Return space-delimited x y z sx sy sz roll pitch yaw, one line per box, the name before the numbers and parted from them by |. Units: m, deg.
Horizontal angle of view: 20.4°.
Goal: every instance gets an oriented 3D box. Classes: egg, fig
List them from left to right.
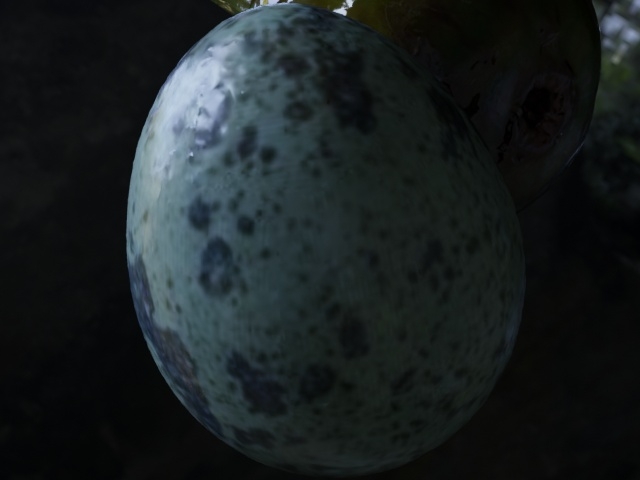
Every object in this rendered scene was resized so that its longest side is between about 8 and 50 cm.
fig | -0.004 -0.095 0.741 0.149 0.245 0.149 -33 -42 -37
egg | 0.000 0.000 0.594 0.132 0.132 0.172 -35 -52 -28
